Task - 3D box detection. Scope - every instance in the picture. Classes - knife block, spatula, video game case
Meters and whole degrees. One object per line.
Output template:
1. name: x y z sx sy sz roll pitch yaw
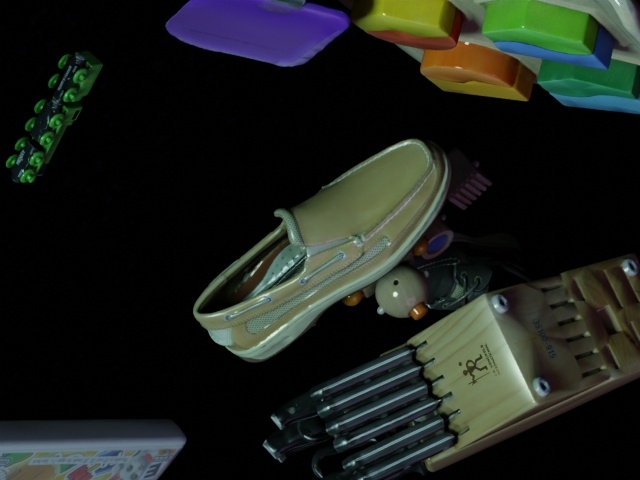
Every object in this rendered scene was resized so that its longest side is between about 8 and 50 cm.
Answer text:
1. knife block: 0.101 0.115 1.394 0.275 0.088 0.242 -13 164 -46
2. spatula: 0.004 -0.154 0.883 0.084 0.030 0.296 10 150 -19
3. video game case: -0.219 0.197 1.231 0.206 0.026 0.227 -52 151 21

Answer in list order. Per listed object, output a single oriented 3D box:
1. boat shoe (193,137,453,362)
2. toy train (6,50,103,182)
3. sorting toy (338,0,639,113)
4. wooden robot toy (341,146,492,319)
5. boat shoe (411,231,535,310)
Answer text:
1. boat shoe: 0.000 0.000 1.182 0.190 0.068 0.072 -44 138 6
2. toy train: -0.137 -0.063 0.966 0.023 0.017 0.083 -18 147 -54
3. sorting toy: 0.098 -0.107 1.000 0.193 0.208 0.038 26 80 -60
4. wooden robot toy: 0.054 0.021 1.256 0.173 0.079 0.076 -37 152 -5
5. boat shoe: 0.103 0.026 1.356 0.152 0.049 0.056 -11 139 -44
